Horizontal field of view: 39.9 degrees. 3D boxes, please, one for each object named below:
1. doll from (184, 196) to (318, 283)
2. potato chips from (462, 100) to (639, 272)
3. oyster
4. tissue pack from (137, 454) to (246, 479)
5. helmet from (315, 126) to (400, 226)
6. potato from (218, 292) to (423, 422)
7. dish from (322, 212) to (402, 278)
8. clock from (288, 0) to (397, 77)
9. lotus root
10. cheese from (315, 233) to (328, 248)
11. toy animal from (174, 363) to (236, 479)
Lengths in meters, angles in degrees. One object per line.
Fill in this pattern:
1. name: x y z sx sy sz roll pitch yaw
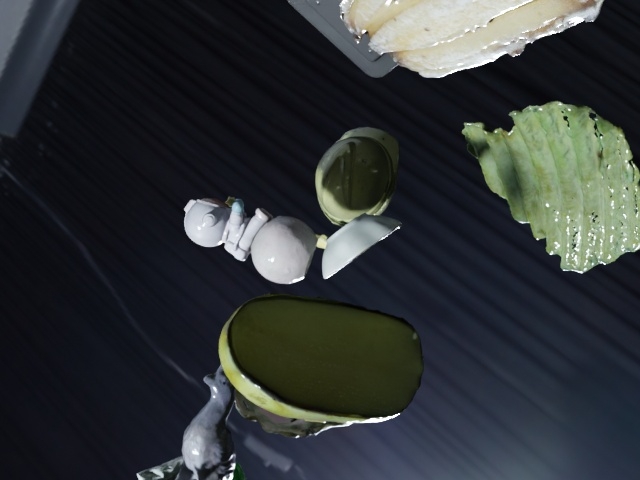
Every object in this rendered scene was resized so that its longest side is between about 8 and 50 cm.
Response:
1. doll: -0.153 -0.009 1.851 0.151 0.287 0.150 21 90 -89
2. potato chips: 0.471 -0.112 1.787 0.097 0.389 0.373 -44 -164 -28
3. oyster: -0.082 0.370 2.110 0.201 0.355 0.107 -64 -170 -22
4. tissue pack: -0.287 0.540 1.916 0.209 0.156 0.148 -12 165 -38
5. helmet: 0.070 -0.169 2.068 0.137 0.204 0.257 35 69 -64
6. potato: -0.008 0.166 1.136 0.272 0.160 0.111 11 147 -22
7. dish: 0.066 -0.004 1.705 0.191 0.066 0.190 -36 178 -2
8. clock: 0.096 -0.472 1.734 0.273 0.279 0.049 -35 -159 45
9. lotus root: 0.145 -0.249 0.845 0.167 0.329 0.078 27 75 -27
10. cheese: 0.000 0.000 2.076 0.030 0.083 0.044 -49 117 -11
11. toy animal: -0.182 0.358 1.376 0.206 0.081 0.366 -36 136 -45
